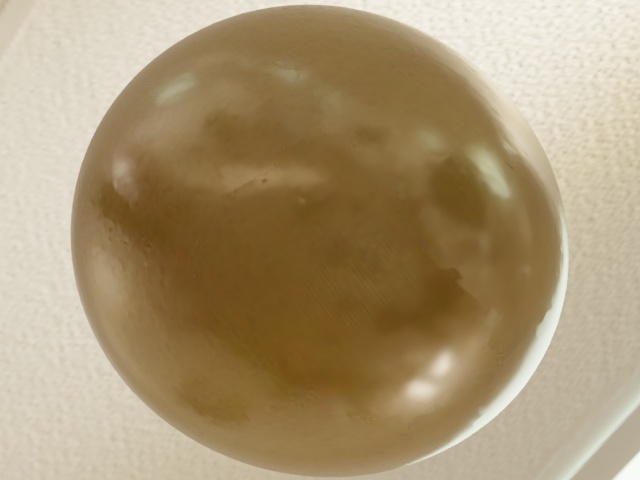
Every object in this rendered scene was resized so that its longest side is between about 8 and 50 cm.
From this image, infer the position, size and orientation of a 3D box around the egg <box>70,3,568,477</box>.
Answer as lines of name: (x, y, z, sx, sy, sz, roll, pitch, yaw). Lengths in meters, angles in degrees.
egg: (0.000, 0.000, 0.838, 0.322, 0.250, 0.250, 15, -68, 63)
